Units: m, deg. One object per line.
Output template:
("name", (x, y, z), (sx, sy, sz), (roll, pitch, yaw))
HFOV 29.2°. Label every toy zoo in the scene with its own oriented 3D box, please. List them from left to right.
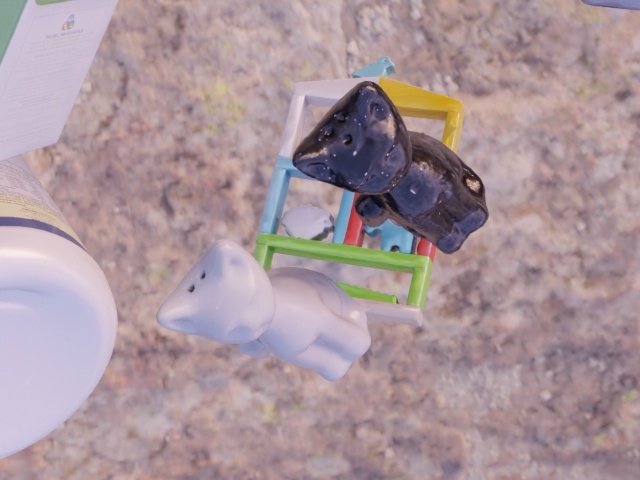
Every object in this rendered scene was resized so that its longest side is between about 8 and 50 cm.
("toy zoo", (0.043, -0.064, 1.323), (0.192, 0.293, 0.030), (9, 164, 16))

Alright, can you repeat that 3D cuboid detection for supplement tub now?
("supplement tub", (-0.343, 0.014, 1.074), (0.235, 0.325, 0.235), (-21, 135, -23))

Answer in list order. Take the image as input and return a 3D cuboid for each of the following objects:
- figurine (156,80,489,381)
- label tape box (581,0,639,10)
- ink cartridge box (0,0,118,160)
("figurine", (0.000, 0.000, 0.834), (0.215, 0.092, 0.209), (-48, 157, 5))
("label tape box", (0.258, -0.325, 1.017), (0.106, 0.241, 0.334), (-8, 140, 33))
("ink cartridge box", (-0.186, -0.151, 0.791), (0.062, 0.109, 0.209), (37, 117, 11))
